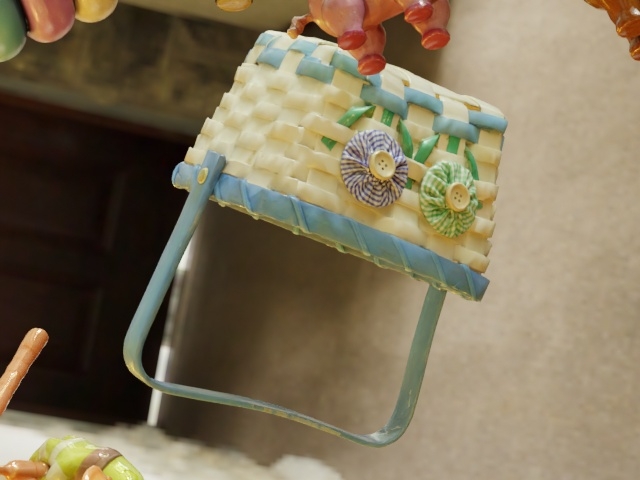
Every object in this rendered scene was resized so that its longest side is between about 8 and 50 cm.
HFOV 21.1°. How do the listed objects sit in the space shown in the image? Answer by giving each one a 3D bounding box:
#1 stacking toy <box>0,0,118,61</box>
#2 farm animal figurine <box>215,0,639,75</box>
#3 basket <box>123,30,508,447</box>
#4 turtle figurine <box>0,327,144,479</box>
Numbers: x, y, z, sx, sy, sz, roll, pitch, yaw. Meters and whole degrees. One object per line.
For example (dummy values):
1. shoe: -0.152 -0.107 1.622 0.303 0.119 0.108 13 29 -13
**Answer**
1. stacking toy: -0.305 -0.138 1.138 0.141 0.330 0.141 53 165 21
2. farm animal figurine: 0.108 -0.233 0.863 0.327 0.330 0.172 -42 53 44
3. basket: 0.000 0.000 1.316 0.201 0.254 0.289 27 98 56
4. turtle figurine: -0.074 0.169 0.757 0.087 0.217 0.269 -27 37 10
